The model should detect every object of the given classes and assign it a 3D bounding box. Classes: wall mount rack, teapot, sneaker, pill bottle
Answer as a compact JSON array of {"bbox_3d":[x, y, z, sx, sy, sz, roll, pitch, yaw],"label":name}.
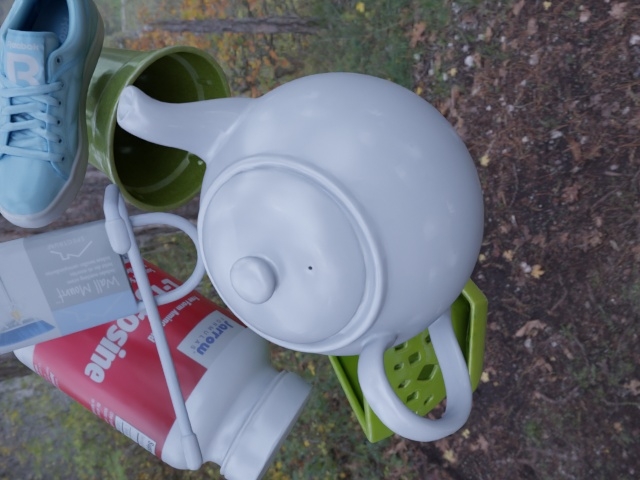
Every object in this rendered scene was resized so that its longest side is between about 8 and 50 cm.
[{"bbox_3d":[-0.265,0.115,0.559,0.130,0.350,0.304,-130,27,-60],"label":"wall mount rack"},{"bbox_3d":[0.000,0.000,0.443,0.256,0.187,0.252,9,117,25],"label":"teapot"},{"bbox_3d":[-0.390,-0.206,0.755,0.150,0.135,0.365,102,169,-77],"label":"sneaker"},{"bbox_3d":[-0.226,0.188,0.848,0.408,0.229,0.229,30,131,9],"label":"pill bottle"}]

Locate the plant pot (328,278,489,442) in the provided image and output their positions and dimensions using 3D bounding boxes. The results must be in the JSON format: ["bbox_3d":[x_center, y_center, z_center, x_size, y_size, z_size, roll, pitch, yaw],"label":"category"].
[{"bbox_3d":[0.122,0.127,0.863,0.227,0.207,0.228,-120,17,-53],"label":"plant pot"}]

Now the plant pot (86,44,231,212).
[{"bbox_3d":[-0.337,-0.217,0.957,0.254,0.276,0.276,22,122,23],"label":"plant pot"}]
